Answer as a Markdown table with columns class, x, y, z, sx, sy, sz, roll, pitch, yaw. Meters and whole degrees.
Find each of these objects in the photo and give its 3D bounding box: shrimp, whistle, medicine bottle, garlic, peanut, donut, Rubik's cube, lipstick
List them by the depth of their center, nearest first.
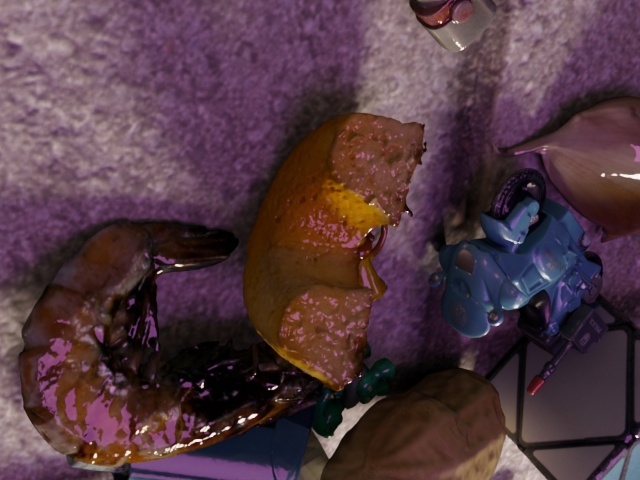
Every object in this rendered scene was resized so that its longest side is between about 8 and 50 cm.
| class | x | y | z | sx | sy | sz | roll | pitch | yaw |
| --- | --- | --- | --- | --- | --- | --- | --- | --- | --- |
| lipstick | 0.084 | -0.244 | 1.142 | 0.063 | 0.057 | 0.186 | -46 | 134 | 5 |
| donut | -0.003 | 0.005 | 1.206 | 0.101 | 0.152 | 0.259 | 20 | 78 | -28 |
| shrimp | -0.114 | 0.086 | 1.223 | 0.364 | 0.071 | 0.233 | -11 | 105 | -35 |
| medicine bottle | -0.124 | 0.197 | 1.308 | 0.258 | 0.124 | 0.079 | 10 | 156 | -26 |
| whistle | 0.047 | 0.008 | 1.324 | 0.057 | 0.046 | 0.109 | -12 | 125 | -9 |
| garlic | 0.314 | -0.095 | 1.406 | 0.266 | 0.128 | 0.148 | 32 | 90 | -35 |
| peanut | 0.112 | 0.232 | 1.426 | 0.313 | 0.152 | 0.152 | -23 | 139 | -54 |
| Rubik's cube | 0.350 | 0.209 | 1.576 | 0.205 | 0.207 | 0.205 | -48 | 137 | 7 |

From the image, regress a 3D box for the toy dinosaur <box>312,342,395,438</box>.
| class | x | y | z | sx | sy | sz | roll | pitch | yaw |
| --- | --- | --- | --- | --- | --- | --- | --- | --- | --- |
| toy dinosaur | 0.027 | 0.156 | 1.396 | 0.096 | 0.059 | 0.132 | -35 | 146 | -29 |

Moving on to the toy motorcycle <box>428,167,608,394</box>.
| class | x | y | z | sx | sy | sz | roll | pitch | yaw |
| --- | --- | --- | --- | --- | --- | --- | --- | --- | --- |
| toy motorcycle | 0.226 | 0.048 | 1.427 | 0.182 | 0.123 | 0.272 | -52 | 136 | -5 |

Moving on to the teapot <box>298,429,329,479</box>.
| class | x | y | z | sx | sy | sz | roll | pitch | yaw |
| --- | --- | --- | --- | --- | --- | --- | --- | --- | --- |
| teapot | -0.090 | 0.269 | 1.406 | 0.200 | 0.077 | 0.107 | -30 | 131 | -12 |
